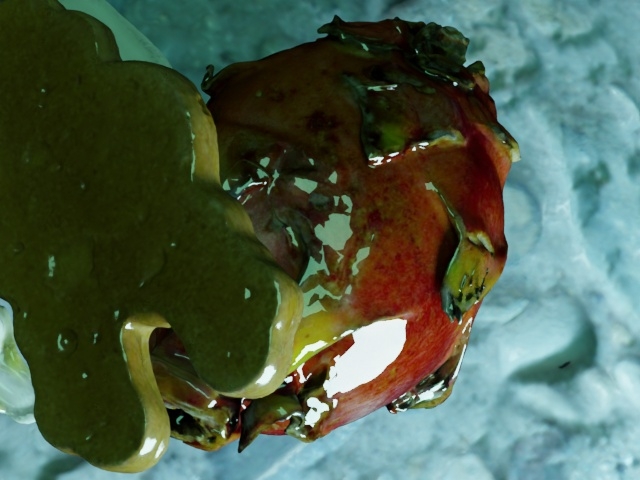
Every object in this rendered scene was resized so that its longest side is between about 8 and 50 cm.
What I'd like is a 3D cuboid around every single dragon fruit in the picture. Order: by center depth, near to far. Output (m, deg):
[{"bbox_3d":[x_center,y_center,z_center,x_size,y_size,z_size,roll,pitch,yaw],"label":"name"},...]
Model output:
[{"bbox_3d":[-0.001,0.003,1.120,0.250,0.250,0.315,16,56,-7],"label":"dragon fruit"}]

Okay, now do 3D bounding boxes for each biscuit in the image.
[{"bbox_3d":[-0.128,-0.015,1.020,0.186,0.044,0.295,-30,70,16],"label":"biscuit"}]

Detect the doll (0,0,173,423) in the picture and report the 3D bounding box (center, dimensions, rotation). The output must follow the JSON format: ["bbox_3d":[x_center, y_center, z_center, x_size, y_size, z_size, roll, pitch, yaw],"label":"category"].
[{"bbox_3d":[-0.288,-0.067,1.115,0.348,0.161,0.423,24,62,-8],"label":"doll"}]
